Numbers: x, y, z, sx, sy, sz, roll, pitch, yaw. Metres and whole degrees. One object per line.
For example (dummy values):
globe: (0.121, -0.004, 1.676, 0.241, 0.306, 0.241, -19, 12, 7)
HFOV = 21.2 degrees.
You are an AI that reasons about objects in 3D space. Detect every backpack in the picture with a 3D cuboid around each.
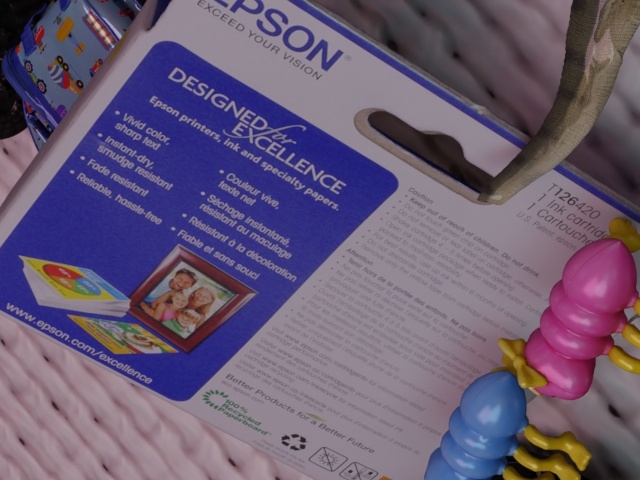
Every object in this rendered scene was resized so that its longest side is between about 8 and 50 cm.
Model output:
backpack: (-0.116, -0.082, 1.027, 0.173, 0.117, 0.158, -36, 89, 44)

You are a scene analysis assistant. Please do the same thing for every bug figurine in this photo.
bug figurine: (0.135, 0.117, 0.788, 0.279, 0.072, 0.216, 53, 133, 47)

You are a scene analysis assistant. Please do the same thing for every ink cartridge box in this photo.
ink cartridge box: (0.000, 0.000, 0.926, 0.304, 0.072, 0.307, 31, 131, -16)

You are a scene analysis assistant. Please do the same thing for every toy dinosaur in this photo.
toy dinosaur: (0.160, -0.136, 0.787, 0.118, 0.064, 0.268, 13, 89, 26)

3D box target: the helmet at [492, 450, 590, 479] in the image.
helmet: (0.117, 0.204, 0.965, 0.169, 0.161, 0.169, 0, 87, 9)

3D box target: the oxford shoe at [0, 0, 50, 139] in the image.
oxford shoe: (-0.234, -0.176, 1.108, 0.096, 0.083, 0.227, 31, 138, 55)
